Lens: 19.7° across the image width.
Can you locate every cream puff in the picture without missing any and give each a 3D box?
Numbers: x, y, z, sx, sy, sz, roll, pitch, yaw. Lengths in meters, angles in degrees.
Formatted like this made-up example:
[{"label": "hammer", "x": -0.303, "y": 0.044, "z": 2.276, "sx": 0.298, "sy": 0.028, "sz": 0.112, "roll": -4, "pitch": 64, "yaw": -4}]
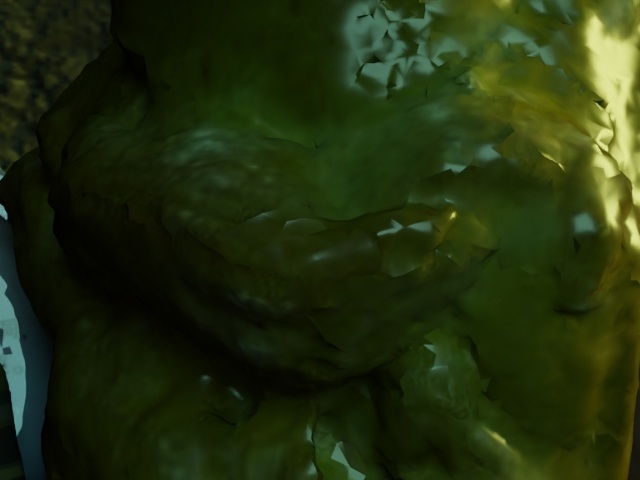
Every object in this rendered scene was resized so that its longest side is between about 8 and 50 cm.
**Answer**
[{"label": "cream puff", "x": 0.015, "y": 0.005, "z": 0.517, "sx": 0.196, "sy": 0.244, "sz": 0.244, "roll": -7, "pitch": 64, "yaw": -17}]

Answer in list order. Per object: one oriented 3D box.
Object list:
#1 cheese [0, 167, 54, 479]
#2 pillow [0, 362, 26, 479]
[{"label": "cheese", "x": -0.127, "y": 0.076, "z": 0.547, "sx": 0.135, "sy": 0.052, "sz": 0.244, "roll": 0, "pitch": 73, "yaw": -12}, {"label": "pillow", "x": -0.117, "y": 0.142, "z": 0.493, "sx": 0.113, "sy": 0.038, "sz": 0.203, "roll": -12, "pitch": 88, "yaw": -16}]
